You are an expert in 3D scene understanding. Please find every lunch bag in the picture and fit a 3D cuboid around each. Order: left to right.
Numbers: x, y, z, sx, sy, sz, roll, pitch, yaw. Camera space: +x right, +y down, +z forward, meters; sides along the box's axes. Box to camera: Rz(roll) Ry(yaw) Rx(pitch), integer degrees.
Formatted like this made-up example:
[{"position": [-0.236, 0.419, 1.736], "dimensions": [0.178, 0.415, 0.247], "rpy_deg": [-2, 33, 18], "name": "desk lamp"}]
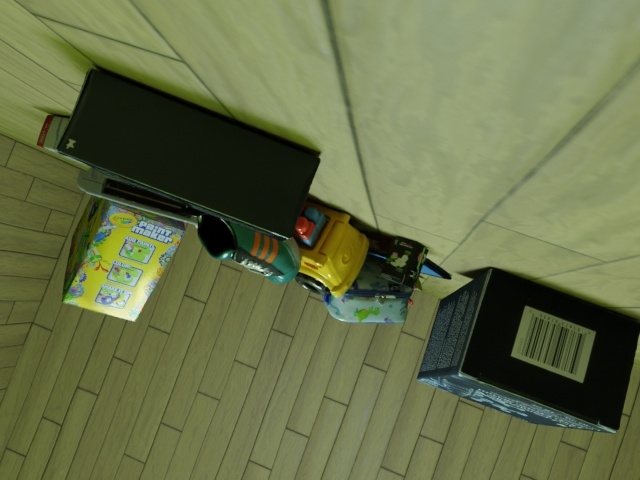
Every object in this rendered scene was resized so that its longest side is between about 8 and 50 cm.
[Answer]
[{"position": [0.084, 0.095, 1.250], "dimensions": [0.176, 0.090, 0.219], "rpy_deg": [4, -161, -12], "name": "lunch bag"}]

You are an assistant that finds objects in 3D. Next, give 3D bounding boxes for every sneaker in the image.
[{"position": [-0.131, -0.002, 0.963], "dimensions": [0.108, 0.121, 0.302], "rpy_deg": [14, 150, 34], "name": "sneaker"}]

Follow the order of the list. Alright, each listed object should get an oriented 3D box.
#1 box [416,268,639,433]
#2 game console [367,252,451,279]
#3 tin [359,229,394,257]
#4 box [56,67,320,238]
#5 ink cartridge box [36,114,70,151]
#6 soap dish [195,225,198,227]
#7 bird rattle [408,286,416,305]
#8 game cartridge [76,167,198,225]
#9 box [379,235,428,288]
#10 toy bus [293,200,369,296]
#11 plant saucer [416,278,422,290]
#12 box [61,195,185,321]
[{"position": [0.399, 0.237, 1.226], "dimensions": [0.294, 0.212, 0.395], "rpy_deg": [20, 166, 4], "name": "box"}, {"position": [0.160, 0.105, 1.506], "dimensions": [0.173, 0.250, 0.293], "rpy_deg": [48, -170, 27], "name": "game console"}, {"position": [0.140, 0.016, 1.265], "dimensions": [0.106, 0.040, 0.190], "rpy_deg": [18, 179, -44], "name": "tin"}, {"position": [-0.144, -0.089, 0.708], "dimensions": [0.261, 0.103, 0.184], "rpy_deg": [21, 180, -6], "name": "box"}, {"position": [-0.475, -0.193, 1.199], "dimensions": [0.175, 0.072, 0.127], "rpy_deg": [17, 175, 45], "name": "ink cartridge box"}, {"position": [-0.134, -0.033, 1.373], "dimensions": [0.291, 0.118, 0.229], "rpy_deg": [21, 176, 0], "name": "soap dish"}, {"position": [0.174, 0.153, 1.782], "dimensions": [0.253, 0.143, 0.207], "rpy_deg": [33, -143, -18], "name": "bird rattle"}, {"position": [-0.297, -0.074, 1.162], "dimensions": [0.294, 0.060, 0.196], "rpy_deg": [16, -176, 11], "name": "game cartridge"}, {"position": [0.161, 0.043, 1.137], "dimensions": [0.052, 0.083, 0.062], "rpy_deg": [20, 177, 37], "name": "box"}, {"position": [-0.043, -0.013, 1.109], "dimensions": [0.220, 0.149, 0.211], "rpy_deg": [21, 164, 26], "name": "toy bus"}, {"position": [0.257, 0.116, 2.047], "dimensions": [0.188, 0.045, 0.188], "rpy_deg": [19, 176, 22], "name": "plant saucer"}, {"position": [-0.472, -0.017, 1.421], "dimensions": [0.177, 0.279, 0.290], "rpy_deg": [22, -156, -28], "name": "box"}]
